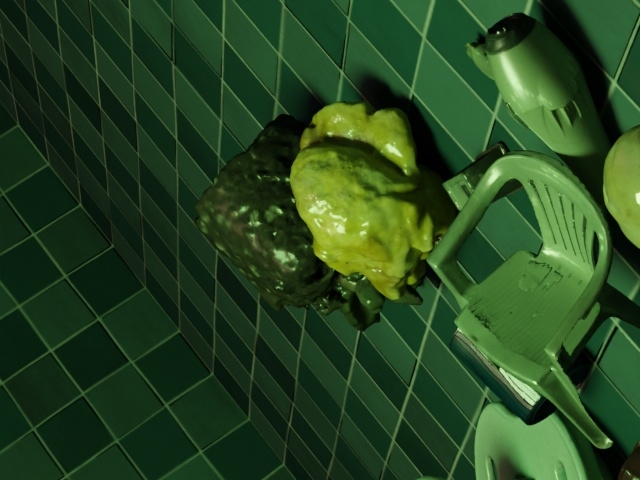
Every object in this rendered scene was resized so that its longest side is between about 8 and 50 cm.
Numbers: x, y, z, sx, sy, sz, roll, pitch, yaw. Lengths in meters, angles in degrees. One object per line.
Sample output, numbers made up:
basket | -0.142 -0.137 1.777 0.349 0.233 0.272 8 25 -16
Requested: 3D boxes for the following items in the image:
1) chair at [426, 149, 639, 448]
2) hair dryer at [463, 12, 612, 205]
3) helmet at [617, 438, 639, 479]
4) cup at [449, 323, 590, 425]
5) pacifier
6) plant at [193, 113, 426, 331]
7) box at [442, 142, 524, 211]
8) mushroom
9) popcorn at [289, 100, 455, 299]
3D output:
chair | 0.242 0.054 1.892 0.203 0.190 0.274 39 178 39
hair dryer | 0.233 -0.128 1.850 0.219 0.088 0.225 53 175 -3
helmet | 0.394 0.298 2.153 0.098 0.070 0.123 33 152 52
cup | 0.255 0.140 2.214 0.138 0.150 0.113 47 119 22
pacifier | 0.227 0.321 2.336 0.343 0.269 0.288 159 102 -68
plant | 0.000 0.000 2.425 0.312 0.213 0.215 46 162 5
box | 0.186 -0.066 2.070 0.060 0.063 0.084 56 164 -2
mushroom | 0.326 -0.045 1.664 0.148 0.112 0.148 46 162 20
popcorn | 0.058 -0.049 2.236 0.253 0.190 0.191 60 156 0
